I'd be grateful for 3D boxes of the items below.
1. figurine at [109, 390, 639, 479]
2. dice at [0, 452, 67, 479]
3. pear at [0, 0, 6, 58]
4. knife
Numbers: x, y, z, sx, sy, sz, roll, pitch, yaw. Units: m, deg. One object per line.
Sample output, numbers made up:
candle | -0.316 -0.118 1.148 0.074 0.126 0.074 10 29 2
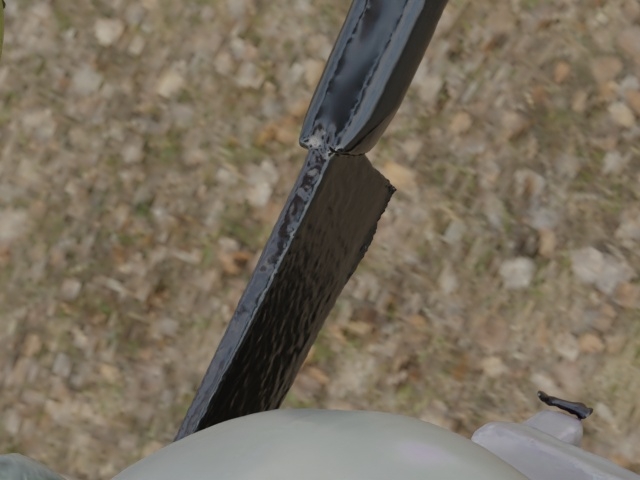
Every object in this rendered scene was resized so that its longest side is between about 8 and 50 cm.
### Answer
figurine | 0.034 0.102 0.360 0.182 0.257 0.144 45 108 28
dice | -0.367 0.383 1.416 0.328 0.330 0.348 -27 80 36
pear | -0.346 -0.099 1.232 0.238 0.164 0.255 -22 39 7
knife | 0.000 0.000 0.502 0.028 0.060 0.230 22 85 29
